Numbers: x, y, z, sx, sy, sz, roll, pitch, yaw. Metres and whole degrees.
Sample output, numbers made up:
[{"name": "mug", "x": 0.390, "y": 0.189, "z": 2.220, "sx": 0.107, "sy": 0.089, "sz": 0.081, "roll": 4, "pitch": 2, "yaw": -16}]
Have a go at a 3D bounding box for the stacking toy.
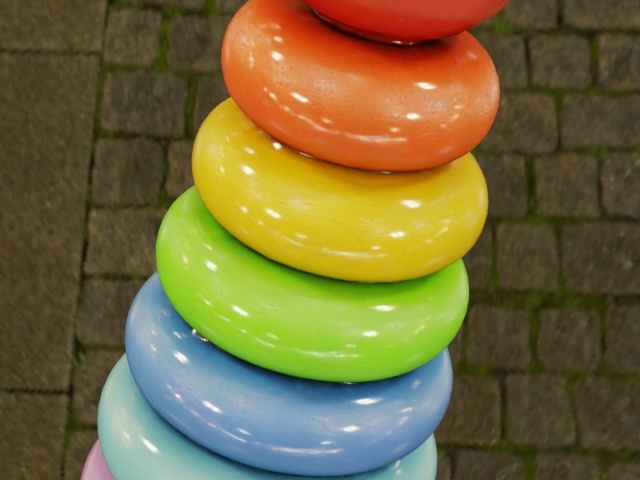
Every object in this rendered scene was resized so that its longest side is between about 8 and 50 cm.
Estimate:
[{"name": "stacking toy", "x": 0.000, "y": 0.000, "z": 0.467, "sx": 0.141, "sy": 0.330, "sz": 0.141, "roll": 11, "pitch": 26, "yaw": -6}]
